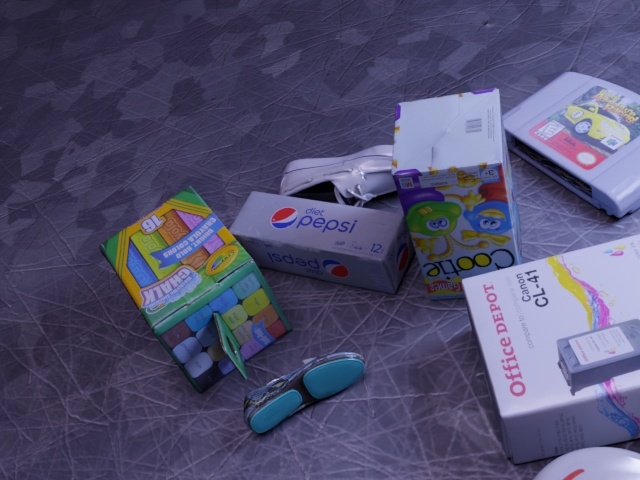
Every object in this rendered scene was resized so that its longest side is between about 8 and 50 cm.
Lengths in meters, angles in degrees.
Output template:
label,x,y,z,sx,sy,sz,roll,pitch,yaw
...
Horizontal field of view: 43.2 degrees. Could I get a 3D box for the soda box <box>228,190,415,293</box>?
label,x,y,z,sx,sy,sz,roll,pitch,yaw
soda box,0.000,0.000,1.299,0.286,0.091,0.098,9,55,28

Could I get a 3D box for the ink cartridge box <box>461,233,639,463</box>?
label,x,y,z,sx,sy,sz,roll,pitch,yaw
ink cartridge box,0.355,0.127,1.019,0.306,0.131,0.226,-14,46,7

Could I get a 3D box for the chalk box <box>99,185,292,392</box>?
label,x,y,z,sx,sy,sz,roll,pitch,yaw
chalk box,-0.176,0.088,1.229,0.179,0.180,0.289,-35,48,-11

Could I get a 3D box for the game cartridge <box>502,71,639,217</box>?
label,x,y,z,sx,sy,sz,roll,pitch,yaw
game cartridge,0.443,-0.169,1.308,0.196,0.060,0.294,-32,46,-14

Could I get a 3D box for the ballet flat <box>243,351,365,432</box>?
label,x,y,z,sx,sy,sz,roll,pitch,yaw
ballet flat,-0.029,0.202,1.151,0.188,0.070,0.070,-26,45,-8

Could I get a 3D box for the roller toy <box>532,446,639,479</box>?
label,x,y,z,sx,sy,sz,roll,pitch,yaw
roller toy,0.301,0.328,0.847,0.191,0.146,0.209,14,50,20

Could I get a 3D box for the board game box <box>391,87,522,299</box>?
label,x,y,z,sx,sy,sz,roll,pitch,yaw
board game box,0.199,-0.055,1.141,0.142,0.275,0.144,-6,48,17

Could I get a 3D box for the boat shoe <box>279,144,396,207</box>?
label,x,y,z,sx,sy,sz,roll,pitch,yaw
boat shoe,0.049,-0.095,1.366,0.268,0.096,0.088,-1,53,22
